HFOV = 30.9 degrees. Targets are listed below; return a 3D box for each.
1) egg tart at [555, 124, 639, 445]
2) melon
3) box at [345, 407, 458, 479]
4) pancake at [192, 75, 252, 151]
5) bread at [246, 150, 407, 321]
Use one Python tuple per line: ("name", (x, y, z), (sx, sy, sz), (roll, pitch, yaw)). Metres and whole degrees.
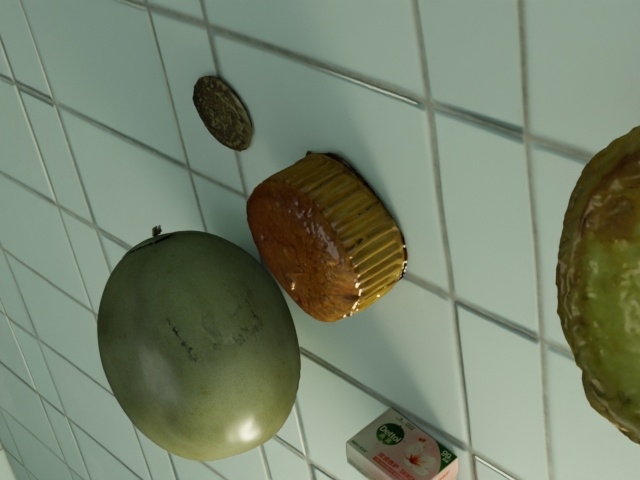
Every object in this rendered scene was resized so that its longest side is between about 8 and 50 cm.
("egg tart", (0.312, 0.040, 0.898), (0.294, 0.123, 0.294), (23, 119, 48))
("melon", (-0.167, 0.136, 1.584), (0.268, 0.268, 0.330), (-22, 88, 60))
("box", (0.105, 0.286, 1.509), (0.125, 0.089, 0.043), (32, 142, 34))
("pancake", (-0.126, -0.162, 1.490), (0.115, 0.011, 0.115), (36, 145, 31))
("bread", (0.000, 0.001, 1.371), (0.199, 0.104, 0.199), (34, 142, 32))
